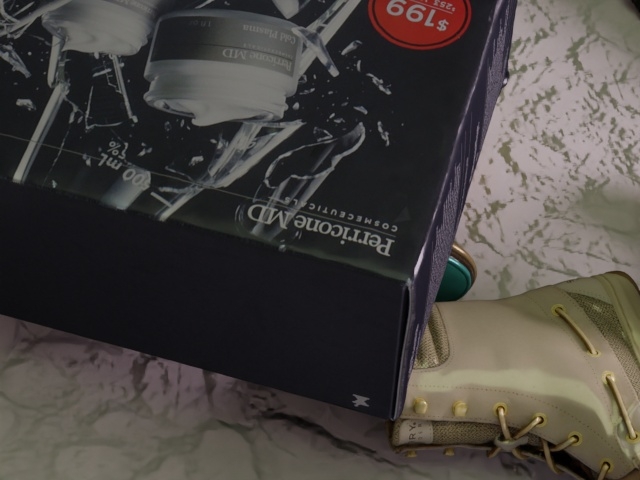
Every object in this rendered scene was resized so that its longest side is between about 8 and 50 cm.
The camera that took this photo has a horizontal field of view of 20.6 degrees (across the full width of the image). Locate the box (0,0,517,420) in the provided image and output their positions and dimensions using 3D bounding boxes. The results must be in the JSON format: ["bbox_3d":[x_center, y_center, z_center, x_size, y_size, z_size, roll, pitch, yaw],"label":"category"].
[{"bbox_3d":[-0.063,-0.089,1.200,0.343,0.179,0.313,14,58,8],"label":"box"}]

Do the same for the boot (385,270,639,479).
[{"bbox_3d":[0.150,0.139,1.217,0.203,0.095,0.262,-4,55,-13],"label":"boot"}]

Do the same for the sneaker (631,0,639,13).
[{"bbox_3d":[0.377,-0.206,1.508,0.283,0.107,0.124,43,45,15],"label":"sneaker"}]

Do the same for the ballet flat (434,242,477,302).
[{"bbox_3d":[0.000,0.000,1.304,0.232,0.080,0.073,5,40,-8],"label":"ballet flat"}]
